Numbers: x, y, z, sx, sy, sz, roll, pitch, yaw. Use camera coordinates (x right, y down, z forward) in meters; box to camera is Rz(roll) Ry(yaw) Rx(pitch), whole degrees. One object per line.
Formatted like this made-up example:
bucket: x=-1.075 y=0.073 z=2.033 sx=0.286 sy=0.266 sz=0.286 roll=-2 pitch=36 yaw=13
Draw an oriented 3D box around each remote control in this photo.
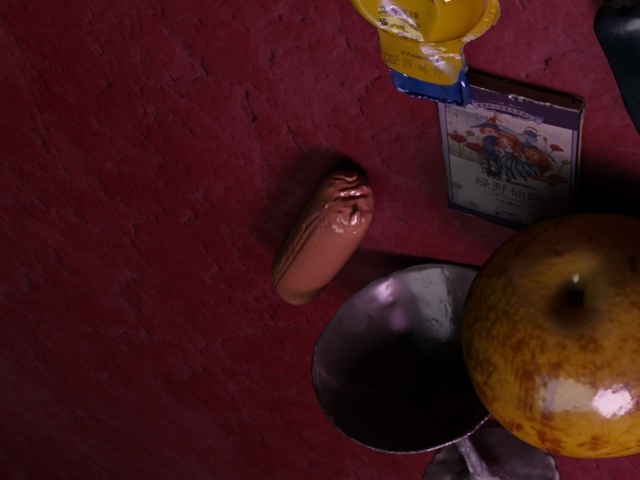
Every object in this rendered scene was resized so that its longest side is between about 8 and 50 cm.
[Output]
remote control: x=0.313 y=-0.136 z=1.230 sx=0.072 sy=0.042 sz=0.222 roll=1 pitch=141 yaw=36

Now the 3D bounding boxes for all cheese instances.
cheese: x=0.089 y=-0.222 z=1.262 sx=0.177 sy=0.069 sz=0.270 roll=16 pitch=149 yaw=22

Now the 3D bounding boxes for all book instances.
book: x=0.201 y=-0.086 z=1.424 sx=0.157 sy=0.026 sz=0.231 roll=17 pitch=149 yaw=20

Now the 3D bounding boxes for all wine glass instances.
wine glass: x=0.180 y=0.246 z=1.745 sx=0.267 sy=0.267 sz=0.406 roll=10 pitch=150 yaw=30

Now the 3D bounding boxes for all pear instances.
pear: x=0.290 y=0.103 z=1.401 sx=0.281 sy=0.281 sz=0.281 roll=21 pitch=150 yaw=13

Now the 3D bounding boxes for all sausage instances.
sausage: x=0.000 y=0.000 z=1.671 sx=0.086 sy=0.086 sz=0.289 roll=31 pitch=150 yaw=-3
